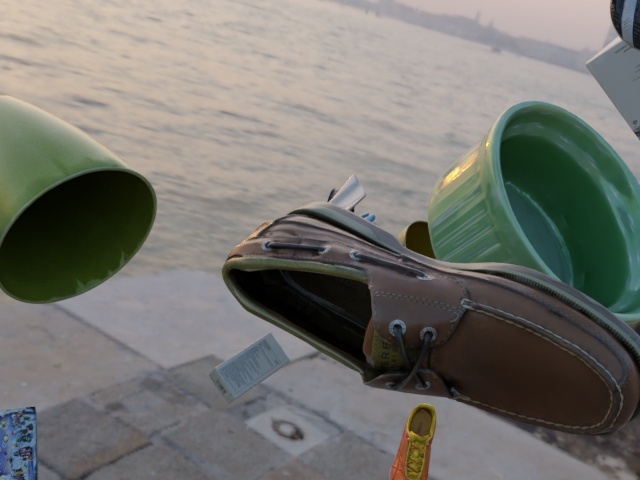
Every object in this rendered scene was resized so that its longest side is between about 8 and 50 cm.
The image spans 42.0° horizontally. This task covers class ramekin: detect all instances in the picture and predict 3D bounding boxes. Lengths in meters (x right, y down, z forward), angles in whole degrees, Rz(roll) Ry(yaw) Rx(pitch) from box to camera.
[{"bbox_3d":[0.282,-0.012,1.066,0.303,0.148,0.303,19,54,-29],"label":"ramekin"}]

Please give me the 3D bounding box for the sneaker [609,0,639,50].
[{"bbox_3d":[0.362,-0.290,0.817,0.106,0.281,0.162,16,-7,37],"label":"sneaker"}]

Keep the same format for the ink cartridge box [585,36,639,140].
[{"bbox_3d":[0.561,-0.242,1.256,0.171,0.168,0.232,-39,93,-38],"label":"ink cartridge box"}]

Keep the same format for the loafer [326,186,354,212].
[{"bbox_3d":[0.002,-0.016,1.700,0.078,0.220,0.080,29,22,23],"label":"loafer"}]

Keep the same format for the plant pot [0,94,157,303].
[{"bbox_3d":[-0.460,-0.096,1.348,0.293,0.275,0.275,46,28,27],"label":"plant pot"}]

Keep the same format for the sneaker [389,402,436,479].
[{"bbox_3d":[0.144,0.339,1.315,0.064,0.175,0.067,8,-30,7],"label":"sneaker"}]

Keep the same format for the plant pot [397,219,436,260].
[{"bbox_3d":[0.193,0.037,1.725,0.134,0.134,0.095,3,-23,-39],"label":"plant pot"}]

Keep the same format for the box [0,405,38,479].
[{"bbox_3d":[-0.447,0.303,1.175,0.094,0.027,0.137,-5,49,-16],"label":"box"}]

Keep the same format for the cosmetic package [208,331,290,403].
[{"bbox_3d":[-0.112,0.201,1.319,0.115,0.041,0.060,-29,80,-32],"label":"cosmetic package"}]

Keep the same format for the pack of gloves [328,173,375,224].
[{"bbox_3d":[0.000,0.000,1.536,0.046,0.232,0.195,32,20,-30],"label":"pack of gloves"}]

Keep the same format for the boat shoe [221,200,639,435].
[{"bbox_3d":[0.065,0.066,0.580,0.307,0.110,0.104,19,30,33],"label":"boat shoe"}]
